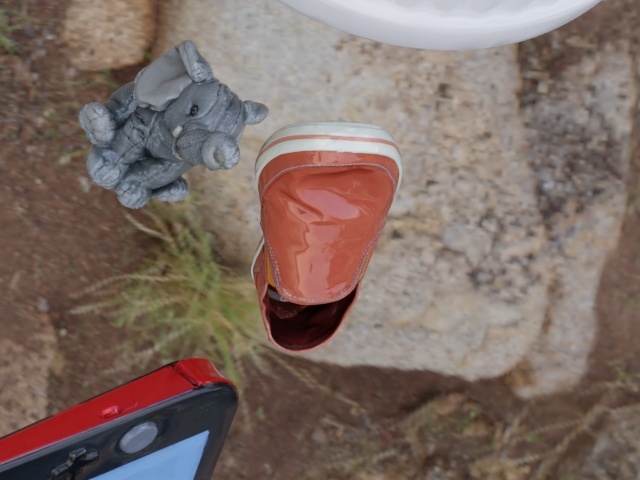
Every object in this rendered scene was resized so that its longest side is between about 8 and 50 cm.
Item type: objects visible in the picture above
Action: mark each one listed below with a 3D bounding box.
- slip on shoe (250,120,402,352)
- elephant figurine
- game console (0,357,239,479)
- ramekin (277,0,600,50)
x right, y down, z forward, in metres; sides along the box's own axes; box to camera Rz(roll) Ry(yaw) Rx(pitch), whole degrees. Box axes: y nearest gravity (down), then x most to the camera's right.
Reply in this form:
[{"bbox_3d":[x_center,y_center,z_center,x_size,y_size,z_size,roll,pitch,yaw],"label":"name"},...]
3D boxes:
[{"bbox_3d":[0.000,0.000,1.164,0.123,0.331,0.101,0,63,-9],"label":"slip on shoe"},{"bbox_3d":[-0.140,-0.133,1.549,0.169,0.239,0.186,0,74,-48],"label":"elephant figurine"},{"bbox_3d":[-0.255,0.288,1.373,0.342,0.060,0.386,-23,149,-36],"label":"game console"},{"bbox_3d":[0.046,-0.176,0.449,0.207,0.109,0.207,4,74,-14],"label":"ramekin"}]
